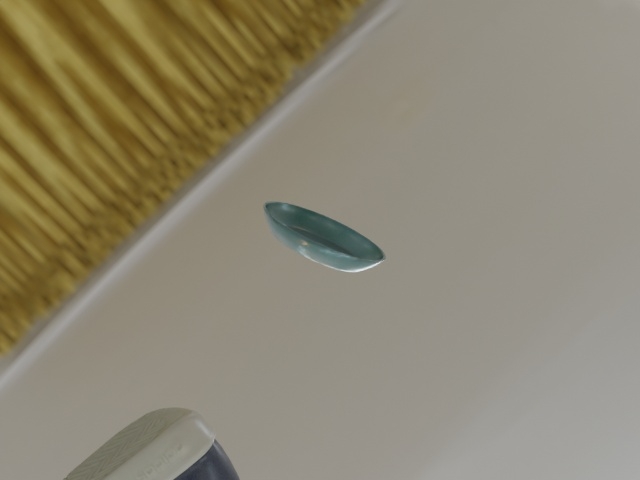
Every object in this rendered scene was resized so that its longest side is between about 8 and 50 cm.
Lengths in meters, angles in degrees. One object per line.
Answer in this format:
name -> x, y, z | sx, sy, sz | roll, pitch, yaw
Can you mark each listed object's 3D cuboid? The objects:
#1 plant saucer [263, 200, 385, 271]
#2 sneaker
plant saucer -> 0.000, 0.000, 1.767 | 0.119, 0.119, 0.021 | 41, -69, 54
sneaker -> -0.198, 0.279, 1.475 | 0.350, 0.148, 0.131 | -34, -168, -8
